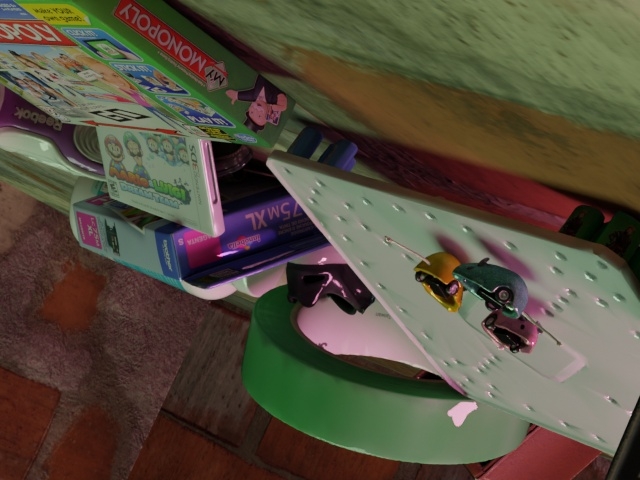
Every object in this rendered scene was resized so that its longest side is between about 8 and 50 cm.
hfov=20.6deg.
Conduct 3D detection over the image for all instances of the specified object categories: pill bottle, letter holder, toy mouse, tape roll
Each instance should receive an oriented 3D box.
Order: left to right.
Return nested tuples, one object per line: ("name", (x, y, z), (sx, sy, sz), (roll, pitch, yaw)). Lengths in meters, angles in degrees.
("pill bottle", (-0.169, -0.016, 2.168), (0.264, 0.146, 0.146), (22, 173, 28))
("tape roll", (0.077, 0.136, 1.906), (0.321, 0.077, 0.321), (11, -163, -3))
("toy mouse", (0.144, 0.050, 1.408), (0.143, 0.031, 0.161), (21, 158, 42))
("letter holder", (0.275, 0.188, 2.190), (0.152, 0.214, 0.302), (53, -169, 24))

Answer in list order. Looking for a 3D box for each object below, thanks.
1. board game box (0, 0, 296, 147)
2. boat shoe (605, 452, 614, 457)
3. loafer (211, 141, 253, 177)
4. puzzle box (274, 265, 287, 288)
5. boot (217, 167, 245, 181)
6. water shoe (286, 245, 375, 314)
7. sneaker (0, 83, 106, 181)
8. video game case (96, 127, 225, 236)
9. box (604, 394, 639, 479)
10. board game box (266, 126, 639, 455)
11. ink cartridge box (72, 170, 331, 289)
("board game box", (-0.195, -0.155, 1.408), (0.213, 0.046, 0.317), (34, 165, -37))
("boat shoe", (0.375, 0.202, 1.999), (0.341, 0.122, 0.110), (26, 173, -21))
("loafer", (-0.145, -0.101, 1.784), (0.170, 0.062, 0.061), (7, 130, 33))
("puzzle box", (0.022, 0.071, 2.299), (0.409, 0.052, 0.272), (26, -176, 28))
("boot", (-0.132, -0.096, 1.889), (0.087, 0.042, 0.118), (15, 171, 24))
("water shoe", (0.044, 0.041, 1.930), (0.203, 0.080, 0.073), (5, -174, -35))
("sneaker", (-0.342, -0.141, 1.938), (0.305, 0.114, 0.152), (27, 172, -17))
("video game case", (-0.165, -0.086, 1.757), (0.157, 0.019, 0.143), (20, 131, 37))
("box", (0.400, 0.159, 1.134), (0.395, 0.212, 0.293), (24, 174, 13))
("board game box", (0.184, 0.066, 1.518), (0.390, 0.050, 0.390), (18, 156, 45))
("ink cartridge box", (-0.122, -0.021, 1.899), (0.186, 0.065, 0.311), (-18, -161, -27))
